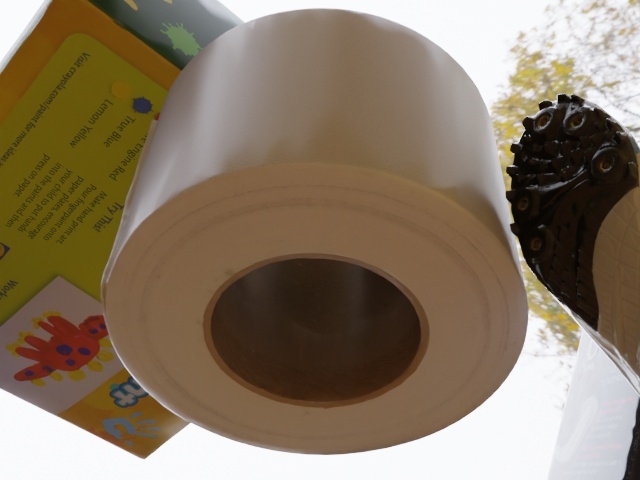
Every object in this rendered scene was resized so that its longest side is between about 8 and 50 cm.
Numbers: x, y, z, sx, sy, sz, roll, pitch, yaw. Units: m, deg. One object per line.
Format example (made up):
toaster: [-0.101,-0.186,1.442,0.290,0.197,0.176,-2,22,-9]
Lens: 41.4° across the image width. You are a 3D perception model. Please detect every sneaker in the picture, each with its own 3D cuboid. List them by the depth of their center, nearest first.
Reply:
sneaker: [0.173,0.023,0.428,0.085,0.086,0.237,-46,-126,29]

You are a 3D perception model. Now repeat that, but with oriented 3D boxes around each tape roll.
tape roll: [0.000,0.000,0.544,0.246,0.169,0.246,1,-48,1]

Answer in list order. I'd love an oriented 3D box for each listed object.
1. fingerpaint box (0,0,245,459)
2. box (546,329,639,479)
fingerpaint box: [-0.188,-0.015,0.839,0.371,0.163,0.445,34,-57,-24]
box: [0.262,0.181,0.625,0.143,0.165,0.270,18,-106,1]
